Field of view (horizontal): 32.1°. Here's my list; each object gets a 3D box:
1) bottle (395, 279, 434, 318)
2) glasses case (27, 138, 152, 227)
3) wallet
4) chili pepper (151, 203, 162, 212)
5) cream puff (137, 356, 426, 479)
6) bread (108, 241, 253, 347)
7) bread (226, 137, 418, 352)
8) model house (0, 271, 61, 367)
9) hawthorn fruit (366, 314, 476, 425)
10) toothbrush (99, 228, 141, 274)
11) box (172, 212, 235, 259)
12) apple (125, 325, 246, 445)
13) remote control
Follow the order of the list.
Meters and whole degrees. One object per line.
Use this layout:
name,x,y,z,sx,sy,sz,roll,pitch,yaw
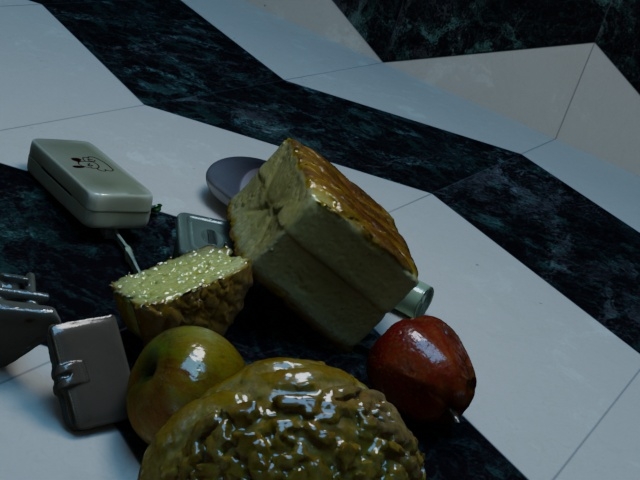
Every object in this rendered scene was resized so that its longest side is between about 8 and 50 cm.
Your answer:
bottle,0.115,0.076,2.130,0.201,0.072,0.072,29,25,22
glasses case,-0.441,-0.112,2.106,0.131,0.070,0.313,0,23,-36
wallet,-0.314,0.181,1.524,0.118,0.039,0.152,-4,74,-44
chili pepper,-0.367,-0.085,2.186,0.118,0.035,0.055,30,42,34
cream puff,-0.034,0.303,1.250,0.343,0.327,0.231,50,2,-33
bread,-0.214,0.099,1.742,0.229,0.139,0.143,-22,38,-38
bread,0.000,0.000,1.940,0.279,0.207,0.279,41,14,-22
model house,-0.492,0.095,1.576,0.229,0.122,0.188,6,23,-20
hawthorn fruit,0.161,0.212,1.773,0.179,0.173,0.173,49,28,4
toothbrush,-0.331,0.038,1.943,0.028,0.026,0.294,-11,34,-26
box,-0.204,0.032,1.967,0.124,0.093,0.172,13,24,-15
apple,-0.174,0.204,1.502,0.155,0.182,0.182,34,15,-27
remote control,-0.098,-0.085,2.297,0.221,0.103,0.332,-3,29,-45
